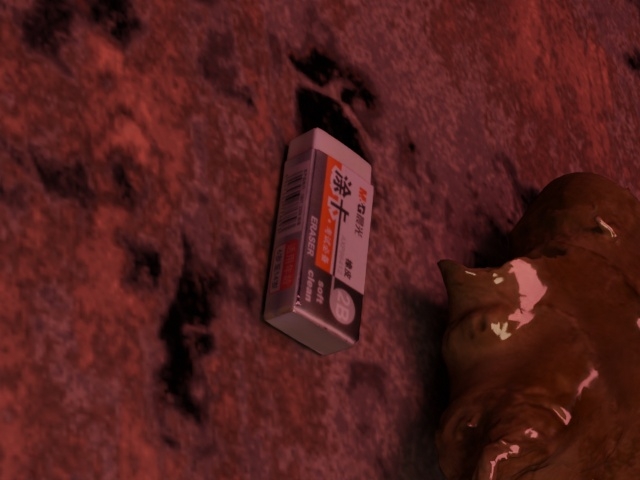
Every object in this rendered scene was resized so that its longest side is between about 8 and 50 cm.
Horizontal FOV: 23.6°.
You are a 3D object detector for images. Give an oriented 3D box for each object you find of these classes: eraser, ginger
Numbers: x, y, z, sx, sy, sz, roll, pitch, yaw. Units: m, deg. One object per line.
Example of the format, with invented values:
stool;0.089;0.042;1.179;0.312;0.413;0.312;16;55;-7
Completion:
eraser;0.000;0.000;0.856;0.052;0.029;0.122;34;49;-35
ginger;0.143;0.090;0.913;0.270;0.123;0.219;-42;102;-40
